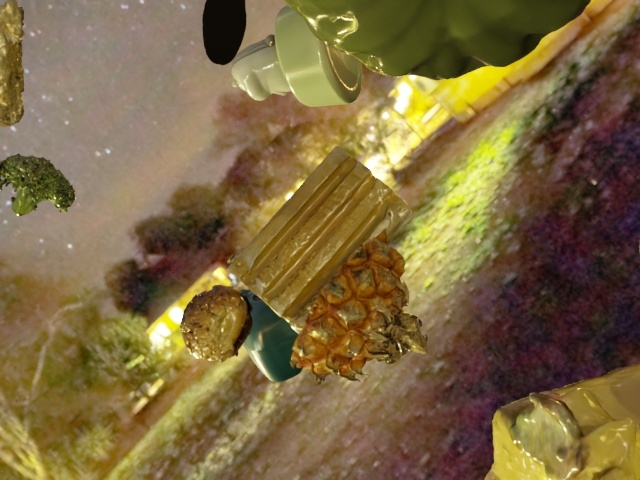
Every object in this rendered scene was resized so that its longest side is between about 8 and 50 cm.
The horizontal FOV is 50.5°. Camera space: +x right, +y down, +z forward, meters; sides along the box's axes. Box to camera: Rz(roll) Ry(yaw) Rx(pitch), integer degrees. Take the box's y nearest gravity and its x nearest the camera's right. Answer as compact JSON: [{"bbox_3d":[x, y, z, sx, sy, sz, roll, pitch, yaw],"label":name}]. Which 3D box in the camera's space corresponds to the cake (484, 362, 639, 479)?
[{"bbox_3d":[0.282,0.212,0.538,0.227,0.286,0.222,-15,15,-15],"label":"cake"}]

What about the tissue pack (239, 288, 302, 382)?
[{"bbox_3d":[-0.051,0.170,1.568,0.287,0.206,0.198,-29,20,-12],"label":"tissue pack"}]

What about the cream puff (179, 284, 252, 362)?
[{"bbox_3d":[-0.171,0.133,1.085,0.119,0.104,0.133,-23,34,31],"label":"cream puff"}]

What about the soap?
[{"bbox_3d":[0.000,0.000,1.113,0.274,0.173,0.089,-48,-8,-6],"label":"soap"}]

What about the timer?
[{"bbox_3d":[-0.085,-0.462,1.753,0.315,0.291,0.291,-11,19,24],"label":"timer"}]

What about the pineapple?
[{"bbox_3d":[0.056,0.135,0.958,0.250,0.164,0.140,-55,-21,24],"label":"pineapple"}]

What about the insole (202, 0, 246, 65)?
[{"bbox_3d":[-0.125,-0.336,0.932,0.004,0.064,0.188,26,105,60],"label":"insole"}]

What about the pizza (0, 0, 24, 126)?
[{"bbox_3d":[-0.608,-0.345,1.166,0.089,0.323,0.223,-19,-35,-53],"label":"pizza"}]

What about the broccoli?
[{"bbox_3d":[-0.421,-0.078,1.003,0.097,0.095,0.092,11,-65,-53],"label":"broccoli"}]

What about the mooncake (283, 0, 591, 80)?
[{"bbox_3d":[0.120,-0.335,0.671,0.356,0.356,0.194,-41,32,47],"label":"mooncake"}]
